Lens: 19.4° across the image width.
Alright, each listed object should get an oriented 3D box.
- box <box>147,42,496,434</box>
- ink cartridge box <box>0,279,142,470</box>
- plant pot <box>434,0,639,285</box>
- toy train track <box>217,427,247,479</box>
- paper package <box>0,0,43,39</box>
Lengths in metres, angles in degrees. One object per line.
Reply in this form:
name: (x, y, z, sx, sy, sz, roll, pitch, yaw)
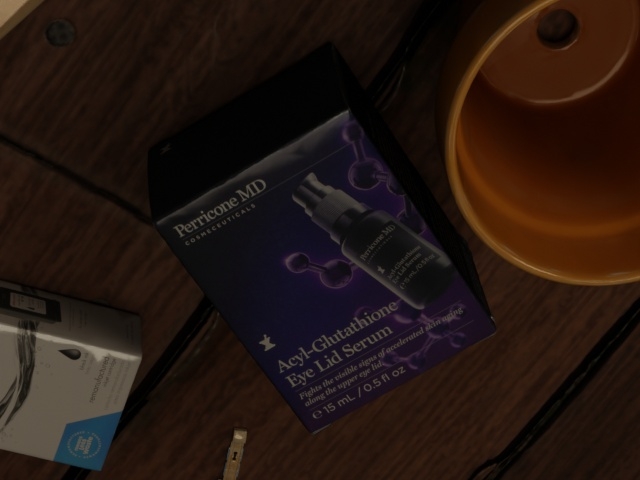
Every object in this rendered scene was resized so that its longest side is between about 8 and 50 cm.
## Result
box: (0.000, 0.000, 1.258, 0.153, 0.108, 0.207, -31, 118, 11)
ink cartridge box: (-0.225, 0.087, 1.305, 0.180, 0.060, 0.104, 15, 116, -14)
plant pot: (0.164, -0.106, 1.174, 0.205, 0.188, 0.205, -3, 120, -5)
toy train track: (-0.067, 0.178, 1.402, 0.048, 0.014, 0.083, 7, 117, -11)
paper package: (-0.345, -0.192, 1.002, 0.309, 0.168, 0.325, -46, 121, -24)
